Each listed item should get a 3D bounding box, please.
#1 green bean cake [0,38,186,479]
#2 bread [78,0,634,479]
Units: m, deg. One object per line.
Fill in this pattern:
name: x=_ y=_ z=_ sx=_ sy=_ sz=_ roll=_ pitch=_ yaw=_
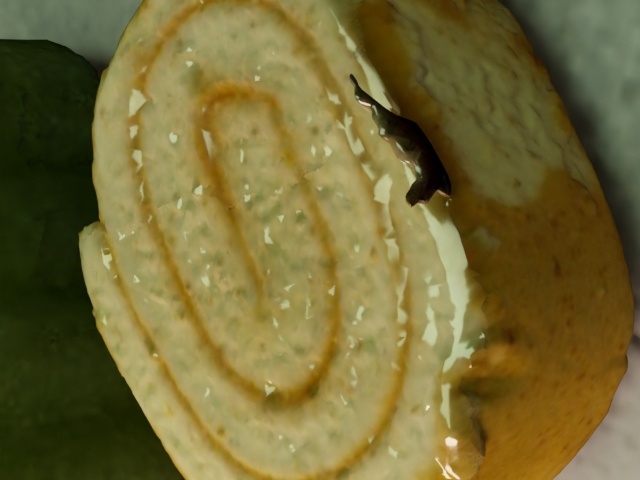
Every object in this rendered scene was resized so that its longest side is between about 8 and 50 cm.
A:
green bean cake: x=-0.145 y=0.048 z=0.539 sx=0.214 sy=0.113 sz=0.200 roll=-18 pitch=83 yaw=40
bread: x=0.000 y=0.000 z=0.441 sx=0.122 sy=0.073 sz=0.149 roll=-38 pitch=70 yaw=37
